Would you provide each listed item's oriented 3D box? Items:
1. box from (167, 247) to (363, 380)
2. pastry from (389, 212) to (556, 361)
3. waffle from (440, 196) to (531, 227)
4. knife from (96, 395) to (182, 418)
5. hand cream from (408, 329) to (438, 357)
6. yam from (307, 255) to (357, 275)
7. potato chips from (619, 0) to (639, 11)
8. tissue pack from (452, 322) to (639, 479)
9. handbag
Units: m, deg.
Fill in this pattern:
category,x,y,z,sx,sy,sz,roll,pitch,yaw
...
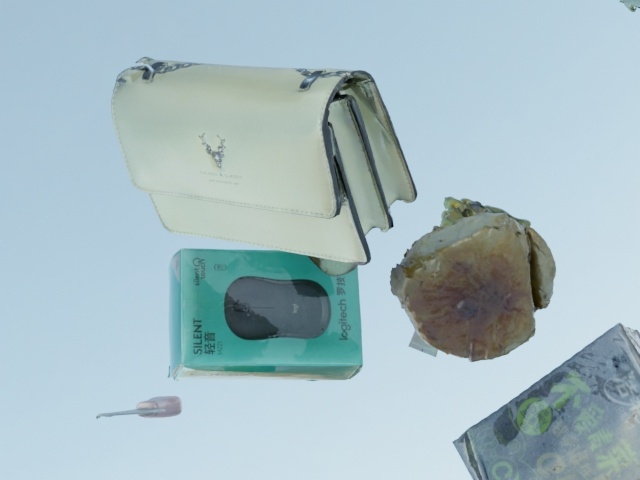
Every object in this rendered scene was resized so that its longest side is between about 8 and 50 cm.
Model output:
category,x,y,z,sx,sy,sz,roll,pitch,yaw
box,-0.091,0.124,1.923,0.311,0.205,0.118,2,-22,-12
pastry,0.208,0.062,1.599,0.100,0.229,0.218,-79,0,-64
waffle,0.326,-0.002,2.212,0.223,0.204,0.054,-75,10,-53
knife,-0.333,0.329,2.227,0.081,0.043,0.336,-3,-4,10
hand cream,0.227,0.137,2.293,0.047,0.076,0.174,19,-91,-43
yam,0.000,0.000,1.871,0.070,0.146,0.069,-24,-45,-25
potato chips,0.457,-0.535,1.965,0.070,0.358,0.429,-29,14,14
tissue pack,0.466,0.373,2.069,0.394,0.288,0.124,-40,-29,20
handbag,-0.081,-0.114,1.495,0.160,0.359,0.236,-49,-47,-36
